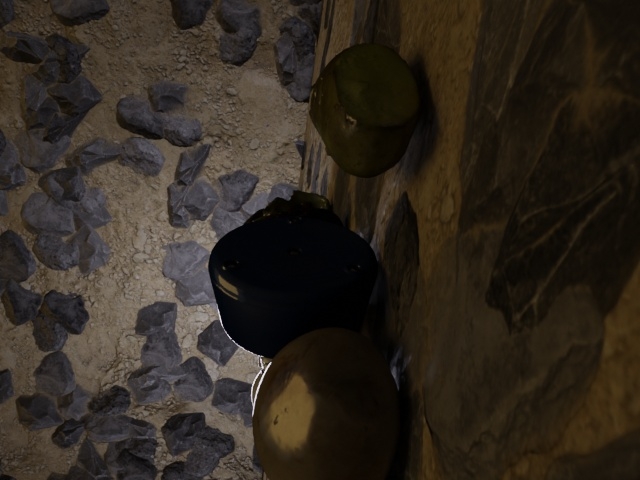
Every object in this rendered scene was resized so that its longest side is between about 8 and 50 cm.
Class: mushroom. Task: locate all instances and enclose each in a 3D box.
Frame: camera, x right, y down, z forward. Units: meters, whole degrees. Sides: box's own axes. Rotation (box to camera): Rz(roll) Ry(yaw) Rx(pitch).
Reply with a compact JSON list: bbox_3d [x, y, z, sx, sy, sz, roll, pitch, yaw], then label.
[{"bbox_3d":[0.013,0.227,0.672,0.226,0.178,0.226,-15,70,48],"label":"mushroom"}]

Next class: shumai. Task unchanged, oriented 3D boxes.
[{"bbox_3d":[-0.069,0.027,1.496,0.288,0.292,0.330,-10,77,46],"label":"shumai"}]

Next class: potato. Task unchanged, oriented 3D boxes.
[{"bbox_3d":[0.065,-0.184,0.724,0.298,0.141,0.176,-114,17,-63],"label":"potato"}]

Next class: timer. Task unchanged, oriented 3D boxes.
[{"bbox_3d":[-0.049,0.178,0.900,0.270,0.270,0.384,-96,8,-61],"label":"timer"}]

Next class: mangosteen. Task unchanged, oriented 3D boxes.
[{"bbox_3d":[0.000,0.000,1.185,0.151,0.137,0.137,63,-177,-17],"label":"mangosteen"}]
